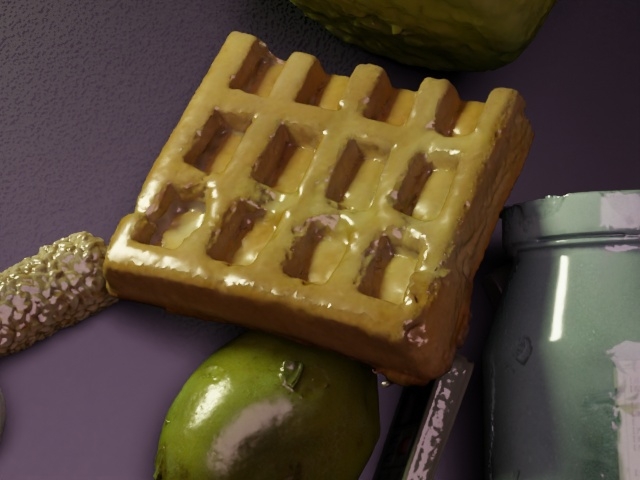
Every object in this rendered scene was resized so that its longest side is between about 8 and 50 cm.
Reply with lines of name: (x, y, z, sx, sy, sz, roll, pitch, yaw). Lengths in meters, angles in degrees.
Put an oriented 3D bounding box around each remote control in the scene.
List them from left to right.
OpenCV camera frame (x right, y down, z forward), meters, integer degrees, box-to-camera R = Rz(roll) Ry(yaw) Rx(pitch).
remote control: (0.069, 0.241, 1.277, 0.038, 0.123, 0.285, 24, 76, -5)

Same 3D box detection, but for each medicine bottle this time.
medicine bottle: (0.267, 0.106, 1.267, 0.245, 0.245, 0.290, -3, 85, -11)

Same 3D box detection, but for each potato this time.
potato: (-0.045, 0.179, 1.256, 0.186, 0.148, 0.253, 32, 74, 0)

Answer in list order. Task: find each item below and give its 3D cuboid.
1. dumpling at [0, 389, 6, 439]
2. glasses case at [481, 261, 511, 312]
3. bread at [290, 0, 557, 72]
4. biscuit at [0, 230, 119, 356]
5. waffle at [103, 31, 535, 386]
dumpling: (-0.372, 0.141, 1.226, 0.149, 0.105, 0.217, 16, 96, -38)
glasses case: (0.263, 0.030, 1.407, 0.190, 0.042, 0.072, -25, 90, -15)
bread: (0.107, -0.350, 1.328, 0.348, 0.348, 0.308, 26, 85, -4)
biscuit: (-0.273, 0.054, 1.285, 0.168, 0.070, 0.082, -26, 90, -19)
waffle: (-0.002, -0.038, 1.253, 0.348, 0.077, 0.304, 13, 59, 23)
